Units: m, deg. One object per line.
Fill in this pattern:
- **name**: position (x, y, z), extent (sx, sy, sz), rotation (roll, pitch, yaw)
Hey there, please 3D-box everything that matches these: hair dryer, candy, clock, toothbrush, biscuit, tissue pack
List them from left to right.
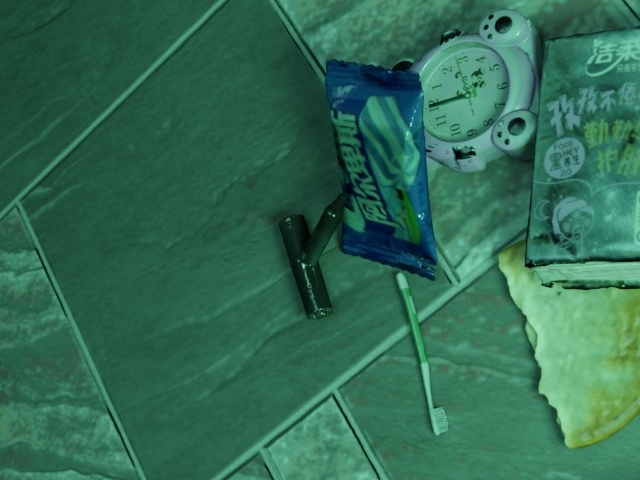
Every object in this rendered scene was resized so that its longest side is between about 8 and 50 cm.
- **hair dryer**: position (0.006, 0.011, 1.869), extent (0.195, 0.050, 0.173), rotation (-46, 57, 54)
- **candy**: position (0.091, -0.106, 1.808), extent (0.187, 0.077, 0.331), rotation (14, 123, 37)
- **toothbrush**: position (0.151, 0.167, 1.808), extent (0.024, 0.018, 0.257), rotation (-23, 68, 22)
- **clock**: position (0.223, -0.213, 1.814), extent (0.247, 0.090, 0.228), rotation (-14, 71, 30)
- **biscuit**: position (0.377, 0.118, 1.665), extent (0.204, 0.040, 0.309), rotation (-28, 64, 24)
- **tissue pack**: position (0.422, -0.119, 1.627), extent (0.259, 0.122, 0.361), rotation (-3, 67, 28)
